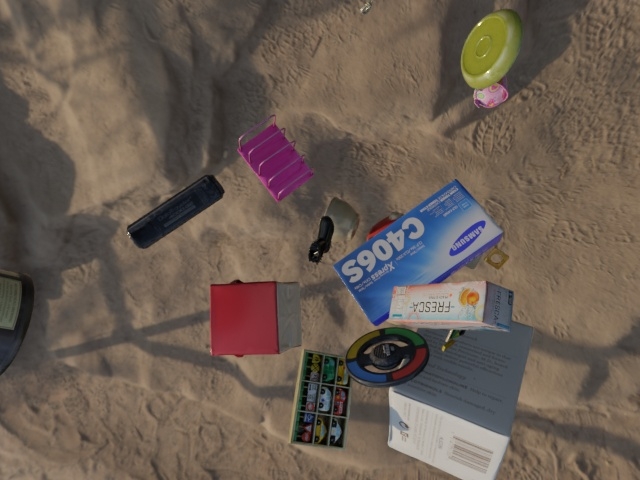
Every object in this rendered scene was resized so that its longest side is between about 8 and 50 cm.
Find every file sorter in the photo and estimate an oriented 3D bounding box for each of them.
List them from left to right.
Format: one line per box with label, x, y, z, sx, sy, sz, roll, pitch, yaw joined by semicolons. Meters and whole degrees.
file sorter;-0.184;-0.346;1.976;0.202;0.182;0.290;-38;91;-8

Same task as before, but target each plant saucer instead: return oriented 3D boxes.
plant saucer;0.511;-0.591;1.446;0.037;0.241;0.240;7;101;-27

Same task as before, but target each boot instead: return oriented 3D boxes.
boot;0.000;0.000;1.313;0.045;0.099;0.121;12;112;18

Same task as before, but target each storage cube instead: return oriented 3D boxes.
storage cube;-0.171;0.210;1.287;0.193;0.184;0.214;-5;83;16

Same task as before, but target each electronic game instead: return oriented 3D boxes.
electronic game;0.177;0.309;1.266;0.230;0.229;0.048;-8;115;18

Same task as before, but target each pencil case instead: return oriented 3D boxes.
pencil case;0.614;-0.606;1.700;0.124;0.124;0.283;4;57;17

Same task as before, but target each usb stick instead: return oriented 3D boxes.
usb stick;-0.383;-0.075;1.242;0.278;0.045;0.077;-33;106;3

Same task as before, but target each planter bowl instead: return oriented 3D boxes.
planter bowl;0.077;-0.064;1.676;0.109;0.162;0.161;20;101;13

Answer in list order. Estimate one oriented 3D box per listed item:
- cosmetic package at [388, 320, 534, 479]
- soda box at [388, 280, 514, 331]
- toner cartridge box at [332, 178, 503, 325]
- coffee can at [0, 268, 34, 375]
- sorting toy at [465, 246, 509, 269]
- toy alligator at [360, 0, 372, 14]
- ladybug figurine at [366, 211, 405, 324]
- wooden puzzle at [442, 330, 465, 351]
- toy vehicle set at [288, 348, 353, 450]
cosmetic package;0.429;0.456;1.454;0.328;0.393;0.329;15;133;24
soda box;0.184;0.097;0.688;0.183;0.063;0.058;-12;62;57
toner cartridge box;0.217;0.029;1.074;0.348;0.075;0.165;-36;67;4
coffee can;-0.676;0.118;0.794;0.202;0.275;0.201;-17;61;34
sorting toy;0.498;-0.006;1.656;0.348;0.047;0.195;24;117;9
toy alligator;0.123;-0.483;0.877;0.056;0.189;0.051;-30;78;-23
ladybug figurine;0.251;0.104;1.747;0.162;0.305;0.448;0;111;5
wooden puzzle;0.307;0.190;1.036;0.014;0.079;0.116;36;127;37
toy vehicle set;0.006;0.470;1.398;0.166;0.035;0.266;12;72;-12
